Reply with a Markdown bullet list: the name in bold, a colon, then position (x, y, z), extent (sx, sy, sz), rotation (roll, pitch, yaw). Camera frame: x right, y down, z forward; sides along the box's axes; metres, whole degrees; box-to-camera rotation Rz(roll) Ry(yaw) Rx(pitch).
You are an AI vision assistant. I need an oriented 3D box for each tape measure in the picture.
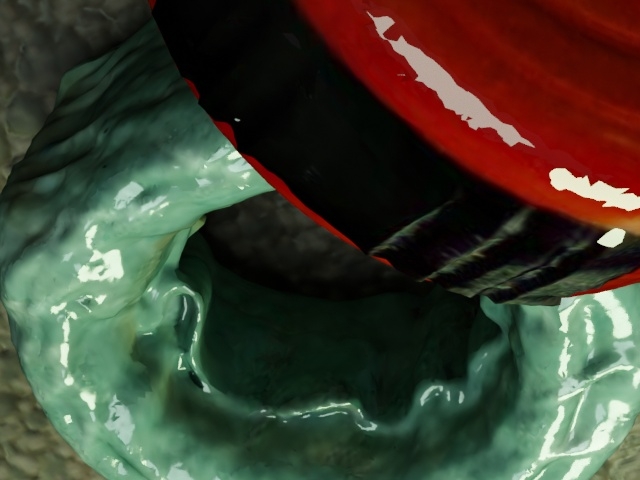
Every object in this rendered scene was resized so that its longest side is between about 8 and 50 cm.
- **tape measure**: position (0.077, -0.106, 0.454), extent (0.253, 0.260, 0.114), rotation (30, 154, -12)

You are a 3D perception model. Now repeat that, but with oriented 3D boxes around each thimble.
- **thimble**: position (0.000, 0.000, 0.586), extent (0.235, 0.143, 0.198), rotation (12, 123, -3)
